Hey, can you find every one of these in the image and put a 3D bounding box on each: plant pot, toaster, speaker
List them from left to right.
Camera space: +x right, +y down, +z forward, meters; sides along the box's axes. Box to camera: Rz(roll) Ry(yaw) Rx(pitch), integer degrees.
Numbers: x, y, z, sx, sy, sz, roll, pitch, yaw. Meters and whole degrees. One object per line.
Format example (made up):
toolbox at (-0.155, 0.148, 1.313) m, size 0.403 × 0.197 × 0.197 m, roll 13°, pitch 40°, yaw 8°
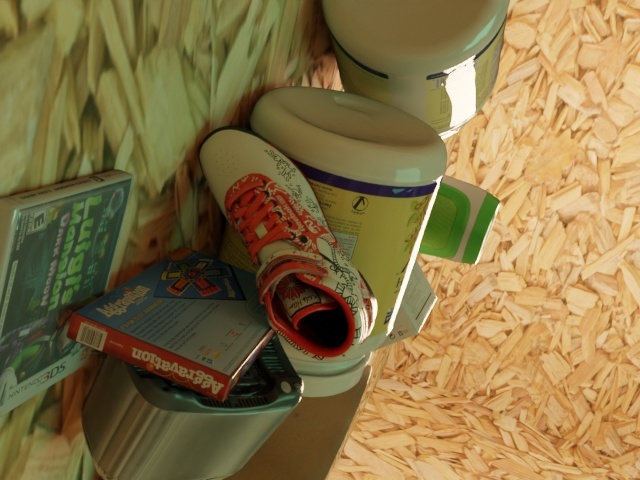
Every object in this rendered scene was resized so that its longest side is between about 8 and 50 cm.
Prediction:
toaster at (-0.140, 0.162, 0.883) m, size 0.227 × 0.129 × 0.146 m, roll 6°, pitch 127°, yaw -40°
plant pot at (-0.069, 0.278, 1.334) m, size 0.284 × 0.191 × 0.284 m, roll 25°, pitch 90°, yaw -88°
speaker at (0.127, -0.064, 1.409) m, size 0.131 × 0.297 × 0.131 m, roll 21°, pitch 90°, yaw -78°

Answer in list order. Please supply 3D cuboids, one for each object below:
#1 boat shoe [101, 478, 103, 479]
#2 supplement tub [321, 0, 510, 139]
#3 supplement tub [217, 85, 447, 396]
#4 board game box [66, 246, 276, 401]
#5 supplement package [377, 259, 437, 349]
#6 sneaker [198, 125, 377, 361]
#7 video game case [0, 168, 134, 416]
boat shoe at (-0.183, 0.241, 1.123) m, size 0.099 × 0.116 × 0.319 m, roll -28°, pitch -169°, yaw 19°
supplement tub at (0.133, -0.280, 1.215) m, size 0.325 × 0.235 × 0.235 m, roll 63°, pitch 49°, yaw -75°
supplement tub at (0.000, 0.000, 1.093) m, size 0.241 × 0.241 × 0.331 m, roll -45°, pitch 153°, yaw -63°
board game box at (-0.117, 0.069, 0.854) m, size 0.281 × 0.145 × 0.027 m, roll -46°, pitch 158°, yaw -75°
supplement package at (0.047, 0.029, 1.301) m, size 0.134 × 0.244 × 0.139 m, roll -25°, pitch -172°, yaw 26°
sneaker at (-0.039, -0.001, 0.880) m, size 0.090 × 0.270 × 0.145 m, roll -35°, pitch -178°, yaw 12°
video game case at (-0.220, 0.043, 0.715) m, size 0.173 × 0.022 × 0.190 m, roll -36°, pitch 145°, yaw -70°
